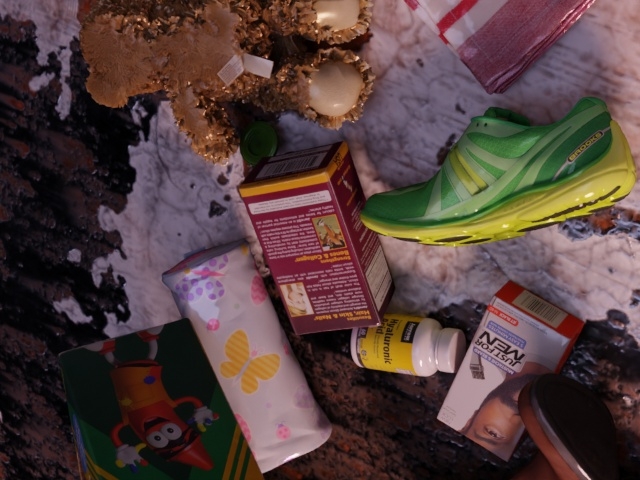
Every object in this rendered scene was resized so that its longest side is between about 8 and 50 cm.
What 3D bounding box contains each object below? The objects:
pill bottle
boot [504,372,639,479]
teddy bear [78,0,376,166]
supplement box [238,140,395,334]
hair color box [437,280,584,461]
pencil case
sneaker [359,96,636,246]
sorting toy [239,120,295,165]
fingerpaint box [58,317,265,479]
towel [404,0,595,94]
[{"bbox_3d":[0.097,0.114,1.267,0.116,0.065,0.065,5,109,29],"label":"pill bottle"},{"bbox_3d":[0.189,0.251,1.209,0.280,0.096,0.264,-17,133,36],"label":"boot"},{"bbox_3d":[-0.094,-0.213,1.256,0.338,0.113,0.245,-13,103,27],"label":"teddy bear"},{"bbox_3d":[0.000,0.000,1.245,0.104,0.081,0.188,-9,116,24],"label":"supplement box"},{"bbox_3d":[0.199,0.139,1.221,0.093,0.053,0.167,30,121,19],"label":"hair color box"},{"bbox_3d":[-0.085,0.134,1.357,0.113,0.124,0.273,-24,95,-1],"label":"pencil case"},{"bbox_3d":[0.171,-0.065,1.153,0.295,0.109,0.124,-15,76,35],"label":"sneaker"},{"bbox_3d":[-0.048,-0.087,1.306,0.102,0.042,0.061,47,109,24],"label":"sorting toy"},{"bbox_3d":[-0.149,0.380,1.271,0.371,0.163,0.445,-123,25,-46],"label":"fingerpaint box"},{"bbox_3d":[0.136,-0.332,1.108,0.329,0.037,0.237,48,123,9],"label":"towel"}]
